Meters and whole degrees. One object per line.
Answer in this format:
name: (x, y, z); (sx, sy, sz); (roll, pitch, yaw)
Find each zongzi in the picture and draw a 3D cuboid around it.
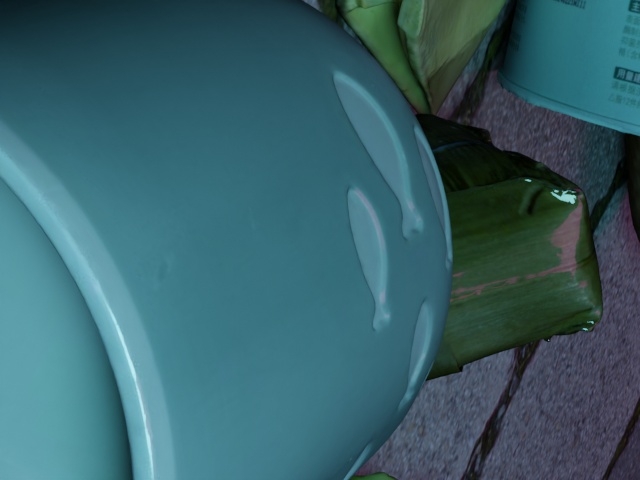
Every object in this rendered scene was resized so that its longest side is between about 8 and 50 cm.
zongzi: (0.000, 0.000, 1.169); (0.251, 0.274, 0.125); (-15, 114, -15)

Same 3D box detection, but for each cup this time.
cup: (-0.098, -0.024, 0.777); (0.274, 0.259, 0.356); (-27, 124, -57)

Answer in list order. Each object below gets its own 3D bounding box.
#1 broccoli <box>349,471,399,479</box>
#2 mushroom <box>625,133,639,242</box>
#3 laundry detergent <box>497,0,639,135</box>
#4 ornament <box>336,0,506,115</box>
broccoli: (-0.045, 0.333, 1.201); (0.353, 0.275, 0.397); (-58, 177, 10)
mushroom: (0.340, -0.190, 1.616); (0.313, 0.224, 0.397); (-44, 137, -21)
laundry detergent: (0.289, -0.228, 1.350); (0.287, 0.287, 0.305); (-13, 118, -60)
ornament: (0.080, -0.158, 1.257); (0.201, 0.059, 0.180); (-38, 141, -52)
